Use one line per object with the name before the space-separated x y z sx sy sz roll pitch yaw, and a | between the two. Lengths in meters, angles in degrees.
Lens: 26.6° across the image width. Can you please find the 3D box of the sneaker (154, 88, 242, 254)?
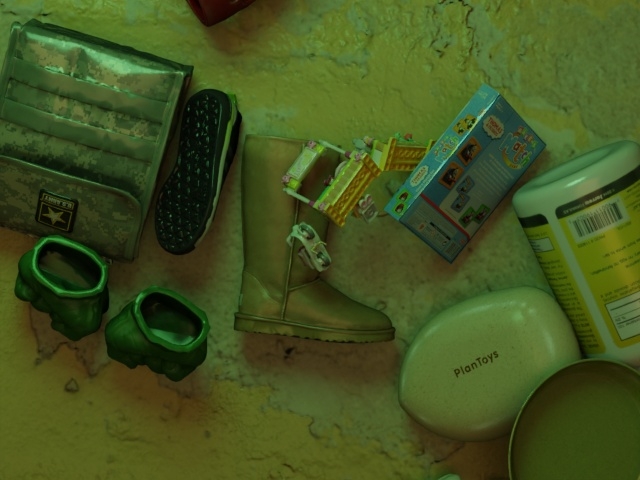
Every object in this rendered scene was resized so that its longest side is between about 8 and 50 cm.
sneaker | -0.148 -0.089 1.821 0.084 0.097 0.235 15 86 24

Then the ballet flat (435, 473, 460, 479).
ballet flat | 0.206 0.385 1.887 0.315 0.107 0.106 13 74 -8

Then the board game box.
board game box | 0.197 -0.086 1.816 0.211 0.160 0.039 -50 51 3

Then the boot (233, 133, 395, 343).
boot | 0.000 0.000 1.844 0.236 0.089 0.270 6 91 -9

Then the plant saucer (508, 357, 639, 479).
plant saucer | 0.340 0.269 1.734 0.240 0.037 0.241 -1 92 -20

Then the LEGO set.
LEGO set | 0.053 -0.092 1.799 0.287 0.107 0.132 -38 134 -26

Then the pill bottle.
pill bottle | 0.405 0.051 1.810 0.187 0.188 0.334 -25 96 0

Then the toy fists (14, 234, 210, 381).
toy fists | -0.280 0.098 1.810 0.279 0.142 0.096 26 68 -4

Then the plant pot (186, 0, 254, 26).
plant pot | -0.120 -0.400 1.758 0.174 0.191 0.191 -31 95 -7

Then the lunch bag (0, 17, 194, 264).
lunch bag | -0.320 -0.123 1.785 0.235 0.169 0.287 17 101 -4

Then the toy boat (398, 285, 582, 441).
toy boat | 0.249 0.232 1.832 0.267 0.148 0.318 -23 79 25
